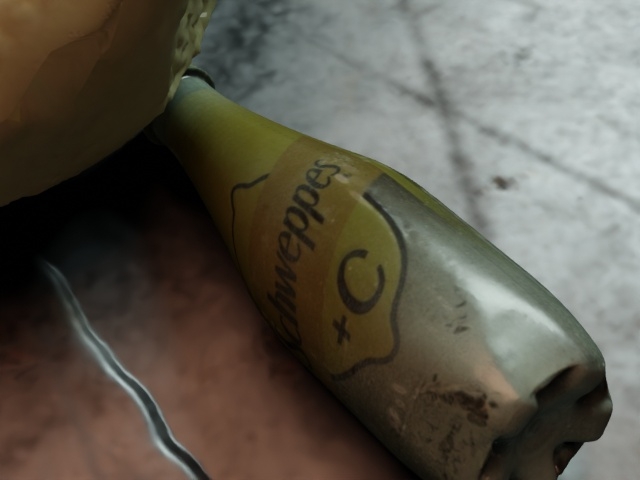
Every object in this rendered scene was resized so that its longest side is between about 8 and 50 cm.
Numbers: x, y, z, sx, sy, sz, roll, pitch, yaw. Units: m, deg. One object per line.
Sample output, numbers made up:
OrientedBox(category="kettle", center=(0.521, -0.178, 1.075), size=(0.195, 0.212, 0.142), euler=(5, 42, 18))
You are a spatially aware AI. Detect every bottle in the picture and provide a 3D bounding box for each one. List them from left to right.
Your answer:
OrientedBox(category="bottle", center=(0.000, 0.000, 0.566), size=(0.083, 0.083, 0.269), euler=(-34, 49, -19))

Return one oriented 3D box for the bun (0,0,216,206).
OrientedBox(category="bun", center=(-0.181, -0.178, 0.593), size=(0.364, 0.202, 0.364), euler=(0, 79, -1))
